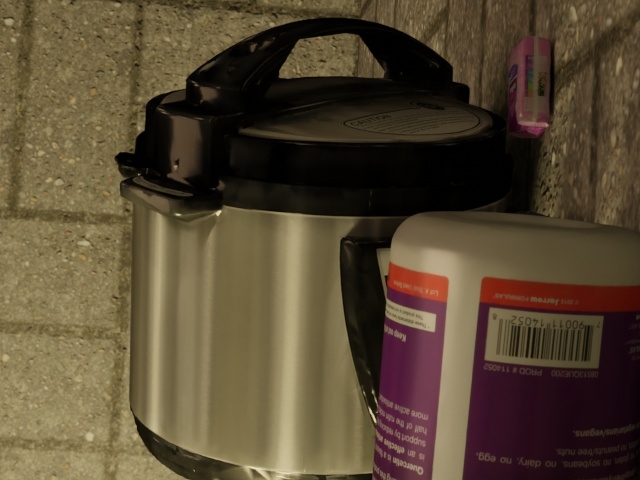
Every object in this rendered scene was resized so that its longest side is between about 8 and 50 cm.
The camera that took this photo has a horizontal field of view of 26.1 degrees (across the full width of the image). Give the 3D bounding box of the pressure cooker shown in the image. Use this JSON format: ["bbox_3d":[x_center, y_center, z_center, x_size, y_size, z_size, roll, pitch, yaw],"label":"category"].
[{"bbox_3d":[-0.006,-0.001,1.319,0.370,0.376,0.420,-89,3,-76],"label":"pressure cooker"}]

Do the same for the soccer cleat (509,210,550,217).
[{"bbox_3d":[0.169,0.116,1.140,0.121,0.093,0.289,-30,-55,-61],"label":"soccer cleat"}]

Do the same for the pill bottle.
[{"bbox_3d":[0.127,0.145,0.952,0.181,0.181,0.323,-136,51,-81],"label":"pill bottle"}]

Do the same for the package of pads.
[{"bbox_3d":[0.187,-0.137,1.242,0.050,0.032,0.083,112,161,-78],"label":"package of pads"}]
